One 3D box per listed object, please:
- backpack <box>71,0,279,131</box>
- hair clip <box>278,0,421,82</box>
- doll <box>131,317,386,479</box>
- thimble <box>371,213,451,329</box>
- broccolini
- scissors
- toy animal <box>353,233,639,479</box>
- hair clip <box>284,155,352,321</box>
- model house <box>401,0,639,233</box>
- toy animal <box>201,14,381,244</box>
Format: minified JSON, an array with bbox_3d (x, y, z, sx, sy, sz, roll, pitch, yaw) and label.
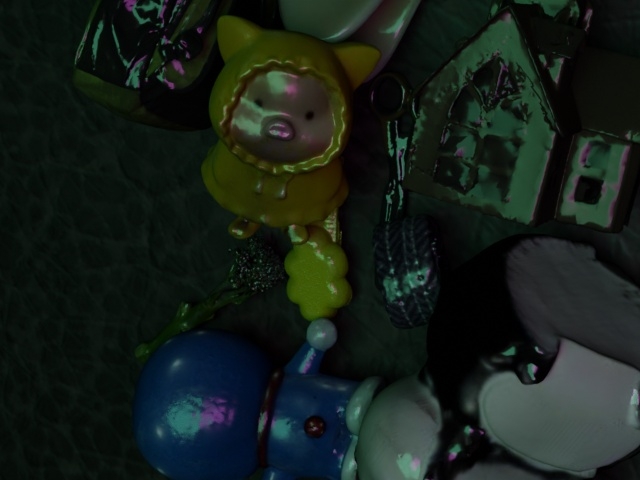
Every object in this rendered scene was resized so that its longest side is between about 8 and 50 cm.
[{"bbox_3d":[-0.124,-0.229,1.310,0.140,0.207,0.253,25,98,20],"label":"backpack"},{"bbox_3d":[0.033,-0.290,1.286,0.172,0.113,0.282,13,99,23],"label":"hair clip"},{"bbox_3d":[-0.062,0.174,1.385,0.257,0.161,0.215,12,90,7],"label":"doll"},{"bbox_3d":[0.089,0.030,1.302,0.066,0.095,0.104,-15,104,12],"label":"thimble"},{"bbox_3d":[-0.123,0.077,1.436,0.216,0.067,0.058,-39,43,25],"label":"broccolini"},{"bbox_3d":[0.076,-0.055,1.345,0.088,0.017,0.220,14,104,21],"label":"scissors"},{"bbox_3d":[0.167,0.169,1.227,0.251,0.251,0.310,42,121,14],"label":"toy animal"},{"bbox_3d":[0.000,0.000,1.372,0.072,0.046,0.173,8,102,23],"label":"hair clip"},{"bbox_3d":[0.205,-0.146,1.162,0.204,0.211,0.243,17,105,21],"label":"model house"},{"bbox_3d":[-0.036,-0.094,1.263,0.156,0.156,0.230,29,132,19],"label":"toy animal"}]
